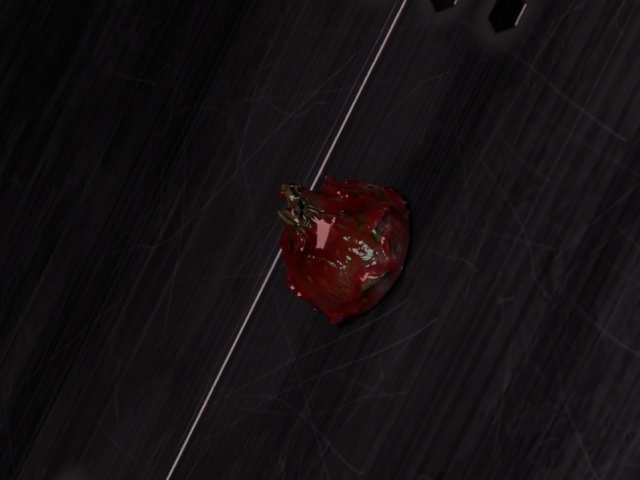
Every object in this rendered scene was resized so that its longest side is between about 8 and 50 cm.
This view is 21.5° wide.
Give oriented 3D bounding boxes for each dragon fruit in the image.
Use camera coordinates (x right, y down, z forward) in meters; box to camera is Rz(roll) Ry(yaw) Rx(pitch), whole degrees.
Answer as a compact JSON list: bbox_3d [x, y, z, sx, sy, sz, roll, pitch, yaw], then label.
[{"bbox_3d":[0.000,0.000,1.660,0.153,0.111,0.153,-29,50,42],"label":"dragon fruit"}]
